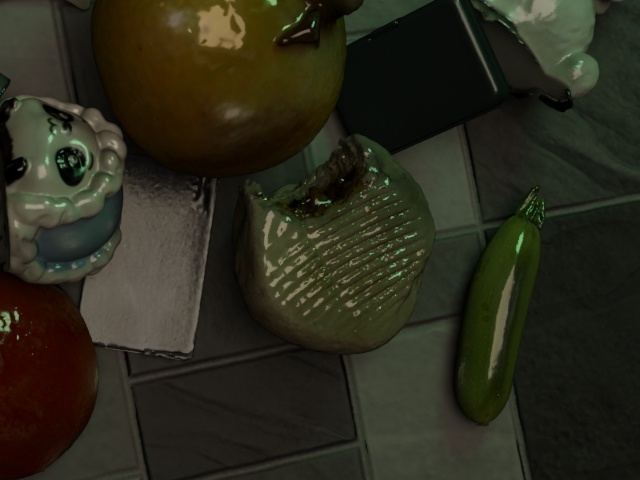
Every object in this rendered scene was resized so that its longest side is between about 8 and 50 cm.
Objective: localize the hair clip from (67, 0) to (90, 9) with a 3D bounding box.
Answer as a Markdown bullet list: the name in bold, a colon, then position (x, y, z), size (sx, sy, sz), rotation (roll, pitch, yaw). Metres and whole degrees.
- **hair clip**: position (-0.382, -0.428, 1.600), size (0.173, 0.113, 0.282), rotation (-7, 90, -16)

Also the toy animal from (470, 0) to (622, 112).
- **toy animal**: position (0.330, -0.364, 1.770), size (0.258, 0.194, 0.357), rotation (41, 69, 0)

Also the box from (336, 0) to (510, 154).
- **box**: position (0.121, -0.211, 1.687), size (0.050, 0.230, 0.160), rotation (-31, 97, -57)

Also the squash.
- **squash**: position (0.243, 0.084, 1.762), size (0.095, 0.094, 0.340), rotation (15, 85, -14)

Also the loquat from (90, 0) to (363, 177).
- **loquat**: position (-0.101, -0.246, 1.544), size (0.328, 0.359, 0.328), rotation (30, 51, -45)

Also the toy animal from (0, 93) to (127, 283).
- **toy animal**: position (-0.308, -0.067, 1.534), size (0.156, 0.204, 0.208), rotation (-3, 49, -18)

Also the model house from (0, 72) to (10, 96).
- **model house**: position (-0.556, -0.155, 1.498), size (0.301, 0.190, 0.271), rotation (35, 80, -10)

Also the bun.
- **bun**: position (0.009, 0.012, 1.636), size (0.282, 0.205, 0.281), rotation (-2, 96, -21)

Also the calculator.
- **calculator**: position (-0.224, 0.017, 1.668), size (0.161, 0.021, 0.261), rotation (10, 84, -14)

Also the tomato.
- **tomato**: position (-0.415, 0.158, 1.527), size (0.309, 0.170, 0.308), rotation (1, 85, -8)
